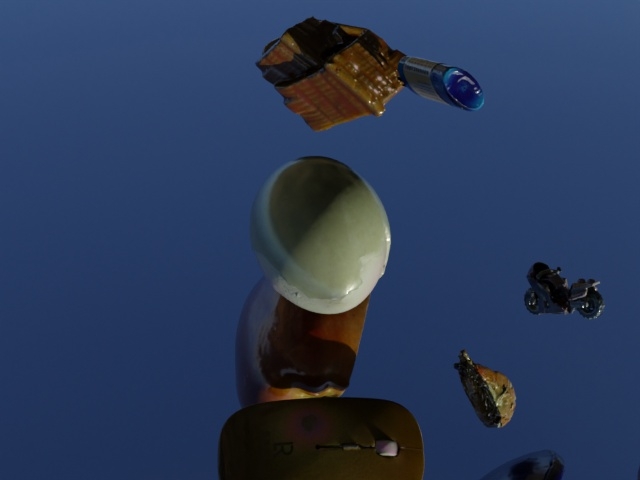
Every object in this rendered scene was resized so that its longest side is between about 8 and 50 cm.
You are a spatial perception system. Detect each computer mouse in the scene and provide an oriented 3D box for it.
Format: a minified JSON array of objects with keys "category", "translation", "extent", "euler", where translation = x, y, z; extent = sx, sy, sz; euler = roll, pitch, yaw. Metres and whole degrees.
[{"category":"computer mouse","translation":[0.000,0.318,1.351],"extent":[0.311,0.072,0.158],"euler":[-1,-116,0]}]

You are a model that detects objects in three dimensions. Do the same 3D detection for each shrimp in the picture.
[{"category":"shrimp","translation":[0.288,0.259,1.601],"extent":[0.091,0.184,0.043],"euler":[-49,-153,-16]}]

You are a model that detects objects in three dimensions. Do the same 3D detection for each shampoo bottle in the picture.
[{"category":"shampoo bottle","translation":[0.175,-0.245,1.393],"extent":[0.087,0.050,0.183],"euler":[36,-179,-28]}]

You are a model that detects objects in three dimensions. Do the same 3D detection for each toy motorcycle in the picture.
[{"category":"toy motorcycle","translation":[0.529,0.108,1.983],"extent":[0.082,0.122,0.213],"euler":[-19,-169,-34]}]

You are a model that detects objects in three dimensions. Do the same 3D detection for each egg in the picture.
[{"category":"egg","translation":[0.000,0.000,1.175],"extent":[0.183,0.183,0.217],"euler":[7,-140,-12]}]

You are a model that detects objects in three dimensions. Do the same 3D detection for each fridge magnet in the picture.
[{"category":"fridge magnet","translation":[0.303,0.449,1.498],"extent":[0.112,0.265,0.265],"euler":[49,-136,2]}]

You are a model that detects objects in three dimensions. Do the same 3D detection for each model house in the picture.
[{"category":"model house","translation":[0.025,-0.296,1.545],"extent":[0.199,0.220,0.229],"euler":[53,-178,-12]}]

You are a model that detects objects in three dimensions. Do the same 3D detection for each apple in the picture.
[{"category":"apple","translation":[-0.015,0.189,1.594],"extent":[0.295,0.328,0.365],"euler":[-17,-157,13]}]

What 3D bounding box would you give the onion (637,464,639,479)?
[{"category":"onion","translation":[0.751,0.478,1.615],"extent":[0.348,0.285,0.347],"euler":[-7,-167,2]}]
